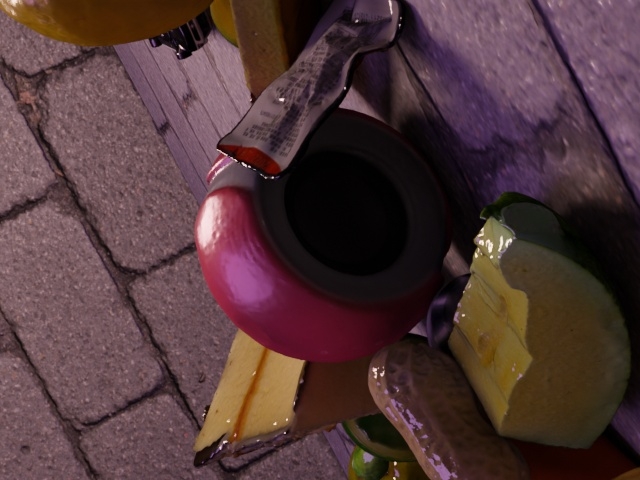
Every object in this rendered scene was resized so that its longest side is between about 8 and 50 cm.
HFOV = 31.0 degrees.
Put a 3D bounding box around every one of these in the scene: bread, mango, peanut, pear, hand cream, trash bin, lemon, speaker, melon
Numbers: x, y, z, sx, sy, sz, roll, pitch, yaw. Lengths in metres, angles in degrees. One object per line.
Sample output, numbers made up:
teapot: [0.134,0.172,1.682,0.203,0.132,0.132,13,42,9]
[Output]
bread: [-0.049,-0.267,1.298,0.361,0.077,0.138,80,-162,-60]
bread: [-0.055,0.109,1.556,0.345,0.242,0.404,-46,52,52]
mango: [-0.091,-0.315,1.526,0.191,0.086,0.122,-4,105,68]
peanut: [0.130,0.187,1.161,0.214,0.099,0.090,56,156,26]
pear: [0.135,0.422,2.071,0.198,0.198,0.198,57,169,18]
hand cream: [0.185,0.156,1.367,0.358,0.118,0.185,79,-178,-63]
trash bin: [0.265,0.271,1.210,0.239,0.161,0.184,38,156,47]
lemon: [-0.259,-0.397,1.398,0.348,0.348,0.348,57,169,18]
speaker: [0.000,0.000,1.296,0.294,0.294,0.294,57,169,18]
melon: [0.197,0.057,1.036,0.196,0.124,0.323,53,163,28]

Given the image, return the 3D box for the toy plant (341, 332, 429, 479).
toy plant: [0.108,0.247,1.751,0.185,0.224,0.316,16,163,0]

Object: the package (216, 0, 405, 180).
package: [-0.006,-0.165,1.191,0.040,0.232,0.166,37,176,-31]

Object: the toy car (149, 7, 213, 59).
toy car: [-0.235,-0.378,1.960,0.210,0.108,0.089,34,149,58]

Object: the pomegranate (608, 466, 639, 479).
pomegranate: [0.260,0.325,0.877,0.332,0.333,0.332,57,169,18]
